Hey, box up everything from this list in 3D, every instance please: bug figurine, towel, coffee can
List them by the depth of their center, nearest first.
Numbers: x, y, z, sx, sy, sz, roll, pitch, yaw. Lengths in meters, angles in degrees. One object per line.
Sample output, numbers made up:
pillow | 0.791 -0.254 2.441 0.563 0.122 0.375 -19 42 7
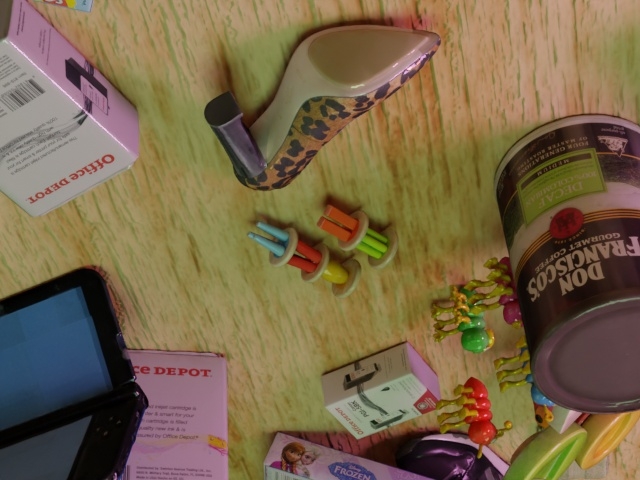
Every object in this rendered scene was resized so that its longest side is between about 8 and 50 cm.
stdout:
coffee can | 0.312 0.025 1.544 0.201 0.275 0.201 -3 137 -3
bug figurine | 0.215 0.137 1.679 0.072 0.216 0.279 -3 160 -19
towel | 0.375 0.311 2.045 0.110 0.027 0.148 -7 137 3

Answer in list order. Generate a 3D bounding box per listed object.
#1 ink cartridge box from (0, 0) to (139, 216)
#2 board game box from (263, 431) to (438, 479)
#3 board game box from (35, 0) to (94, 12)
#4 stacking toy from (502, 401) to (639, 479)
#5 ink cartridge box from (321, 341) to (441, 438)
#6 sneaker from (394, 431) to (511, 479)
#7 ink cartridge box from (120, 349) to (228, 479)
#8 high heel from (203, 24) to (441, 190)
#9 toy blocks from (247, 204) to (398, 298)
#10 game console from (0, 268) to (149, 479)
ink cartridge box | -0.310 -0.138 1.447 0.153 0.087 0.208 -26 133 21
board game box | 0.073 0.439 2.045 0.318 0.066 0.318 16 139 11
board game box | -0.320 -0.322 1.205 0.275 0.144 0.142 10 135 -16
stacking toy | 0.316 0.180 1.765 0.279 0.130 0.309 -23 145 -38
ink cartridge box | 0.083 0.206 1.881 0.135 0.056 0.099 -24 135 19
sneaker | 0.231 0.379 2.032 0.283 0.124 0.107 29 127 -31
ink cartridge box | -0.224 0.286 1.778 0.201 0.278 0.117 4 140 -9
high heel | 0.016 -0.140 1.501 0.261 0.093 0.186 -21 154 5
toy blocks | 0.000 0.000 1.651 0.148 0.054 0.123 27 129 -30
game console | -0.376 0.203 1.661 0.293 0.250 0.173 -22 114 17
